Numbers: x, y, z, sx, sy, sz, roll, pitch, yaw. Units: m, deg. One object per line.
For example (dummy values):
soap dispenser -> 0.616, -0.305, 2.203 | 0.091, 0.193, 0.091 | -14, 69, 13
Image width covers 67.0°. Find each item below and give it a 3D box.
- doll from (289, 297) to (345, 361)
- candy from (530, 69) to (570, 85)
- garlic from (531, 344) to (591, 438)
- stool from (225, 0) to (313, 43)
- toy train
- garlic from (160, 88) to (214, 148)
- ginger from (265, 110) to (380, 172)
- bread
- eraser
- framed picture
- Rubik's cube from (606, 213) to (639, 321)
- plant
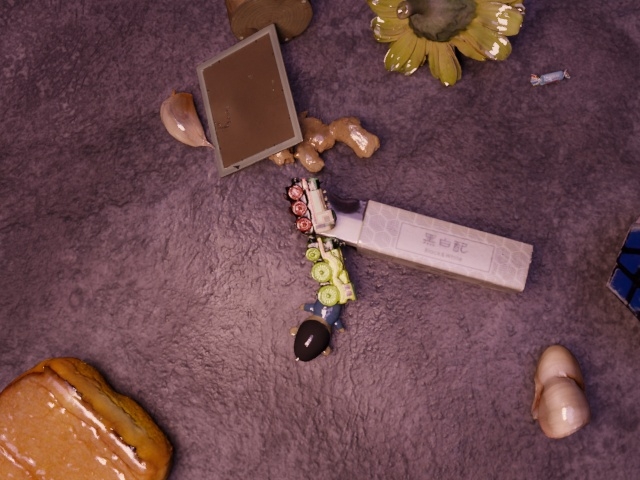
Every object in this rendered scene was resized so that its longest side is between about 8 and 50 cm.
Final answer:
doll -> -0.001, 0.161, 0.944 | 0.102, 0.089, 0.179 | 30, 59, 7
candy -> 0.493, -0.351, 1.038 | 0.083, 0.020, 0.030 | -15, 81, 0
garlic -> 0.437, 0.276, 0.883 | 0.099, 0.124, 0.174 | -5, 52, 17
stool -> -0.130, -0.581, 1.034 | 0.179, 0.179, 0.264 | -13, 79, 1
toy train -> 0.000, 0.000, 0.898 | 0.085, 0.053, 0.250 | -17, 91, 2
garlic -> -0.297, -0.257, 1.039 | 0.084, 0.066, 0.152 | -22, 77, -3
ginger -> -0.008, -0.207, 1.017 | 0.258, 0.065, 0.149 | 21, 88, 11
bread -> -0.472, 0.419, 0.889 | 0.337, 0.148, 0.328 | 37, 88, 7
eraser -> 0.198, 0.003, 0.952 | 0.404, 0.096, 0.098 | 15, 82, 5
framed picture -> -0.155, -0.293, 1.028 | 0.216, 0.016, 0.273 | -18, 79, 24
Rubik's cube -> 0.666, 0.062, 0.829 | 0.264, 0.319, 0.319 | 3, 78, -24
plant -> 0.223, -0.478, 0.938 | 0.306, 0.297, 0.261 | 2, 82, 35
